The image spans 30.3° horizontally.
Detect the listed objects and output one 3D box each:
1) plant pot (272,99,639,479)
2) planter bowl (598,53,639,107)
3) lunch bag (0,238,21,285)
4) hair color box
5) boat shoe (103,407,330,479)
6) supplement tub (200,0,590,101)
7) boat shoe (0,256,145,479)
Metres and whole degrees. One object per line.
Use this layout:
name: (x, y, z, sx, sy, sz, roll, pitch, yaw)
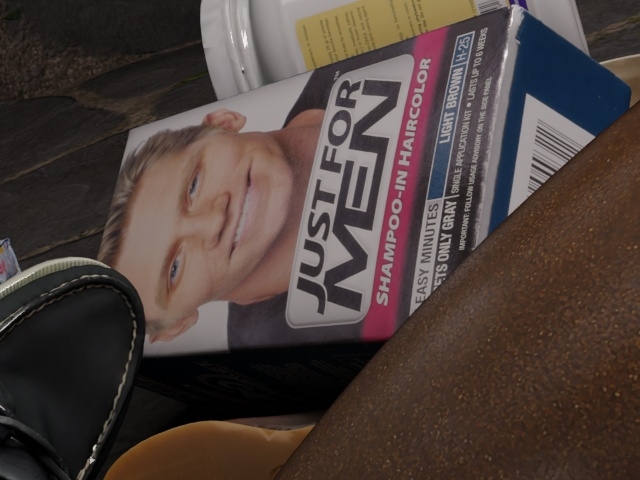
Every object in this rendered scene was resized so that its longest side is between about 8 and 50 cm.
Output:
plant pot: (0.091, 0.091, 0.433, 0.230, 0.215, 0.215, -33, 18, 6)
planter bowl: (0.200, -0.048, 0.800, 0.162, 0.109, 0.162, -18, 19, 6)
lunch bag: (-0.362, 0.036, 1.237, 0.071, 0.053, 0.083, -16, 10, 5)
hair color box: (0.000, 0.000, 0.693, 0.347, 0.105, 0.174, -10, 62, 48)
boat shoe: (-0.011, 0.126, 0.620, 0.206, 0.073, 0.073, -11, -17, 16)
supplement tub: (0.076, -0.200, 1.142, 0.331, 0.241, 0.241, -15, 20, 16)
boat shoe: (-0.178, 0.138, 0.584, 0.113, 0.127, 0.340, -9, 33, 49)
